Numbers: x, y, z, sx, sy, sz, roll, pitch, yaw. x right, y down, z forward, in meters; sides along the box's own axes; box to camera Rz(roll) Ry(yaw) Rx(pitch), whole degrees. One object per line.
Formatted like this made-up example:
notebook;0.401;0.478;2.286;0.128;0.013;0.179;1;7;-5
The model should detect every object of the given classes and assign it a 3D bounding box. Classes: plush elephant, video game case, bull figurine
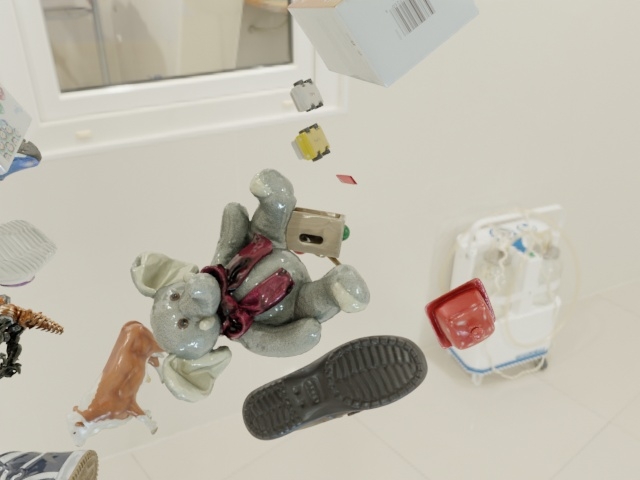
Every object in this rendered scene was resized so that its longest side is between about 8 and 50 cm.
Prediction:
plush elephant;-0.145;0.086;0.968;0.255;0.330;0.271;-17;68;-41
video game case;-0.526;-0.202;0.998;0.019;0.143;0.157;-21;41;13
bull figurine;-0.451;0.343;1.477;0.101;0.188;0.310;-18;44;49

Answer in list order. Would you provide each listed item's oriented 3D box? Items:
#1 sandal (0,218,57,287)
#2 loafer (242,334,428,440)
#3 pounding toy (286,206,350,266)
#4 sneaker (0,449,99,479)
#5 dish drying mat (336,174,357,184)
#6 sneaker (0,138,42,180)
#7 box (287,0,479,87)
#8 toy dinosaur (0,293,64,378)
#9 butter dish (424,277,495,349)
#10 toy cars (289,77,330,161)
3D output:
sandal;-0.676;0.043;1.344;0.169;0.102;0.416;40;3;-2
loafer;0.028;0.281;1.245;0.366;0.130;0.133;-18;75;3
pounding toy;0.000;0.000;1.182;0.141;0.100;0.130;10;8;2
sneaker;-0.460;0.400;0.955;0.153;0.099;0.282;1;7;3
dish drying mat;0.069;-0.162;1.687;0.008;0.032;0.083;-44;23;-12
sneaker;-0.806;-0.141;1.499;0.330;0.147;0.129;-18;26;5
box;0.102;-0.440;1.212;0.215;0.168;0.345;-39;25;-1
toy dinosaur;-0.856;0.240;1.700;0.322;0.164;0.218;-13;56;27
butter dish;0.359;0.201;1.543;0.160;0.159;0.118;-28;28;-1
toy cars;-0.049;-0.370;1.974;0.087;0.176;0.393;-22;51;21
